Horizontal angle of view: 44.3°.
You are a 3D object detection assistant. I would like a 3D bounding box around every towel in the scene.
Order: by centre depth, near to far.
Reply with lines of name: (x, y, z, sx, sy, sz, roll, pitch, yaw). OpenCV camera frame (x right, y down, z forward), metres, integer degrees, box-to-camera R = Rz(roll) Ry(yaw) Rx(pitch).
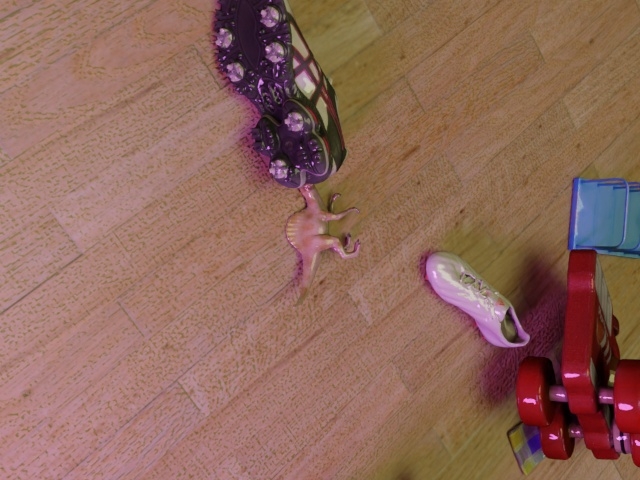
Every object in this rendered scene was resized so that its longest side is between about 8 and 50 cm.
towel: (0.324, 0.318, 1.226, 0.060, 0.009, 0.083, -28, 105, -28)

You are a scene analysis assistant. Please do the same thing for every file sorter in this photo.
file sorter: (0.503, -0.034, 1.271, 0.170, 0.104, 0.118, 6, 88, -31)

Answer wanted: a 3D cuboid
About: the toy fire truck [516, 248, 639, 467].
toy fire truck: (0.416, 0.188, 1.180, 0.302, 0.170, 0.253, 53, 45, -44)

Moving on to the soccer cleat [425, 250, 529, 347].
soccer cleat: (0.228, 0.083, 1.125, 0.196, 0.076, 0.068, 45, 69, -23)

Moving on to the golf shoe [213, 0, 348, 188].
golf shoe: (-0.045, -0.199, 0.961, 0.120, 0.105, 0.272, -23, 98, -58)

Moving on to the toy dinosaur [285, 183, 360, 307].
toy dinosaur: (0.000, 0.000, 1.013, 0.093, 0.053, 0.183, 5, 80, -16)
